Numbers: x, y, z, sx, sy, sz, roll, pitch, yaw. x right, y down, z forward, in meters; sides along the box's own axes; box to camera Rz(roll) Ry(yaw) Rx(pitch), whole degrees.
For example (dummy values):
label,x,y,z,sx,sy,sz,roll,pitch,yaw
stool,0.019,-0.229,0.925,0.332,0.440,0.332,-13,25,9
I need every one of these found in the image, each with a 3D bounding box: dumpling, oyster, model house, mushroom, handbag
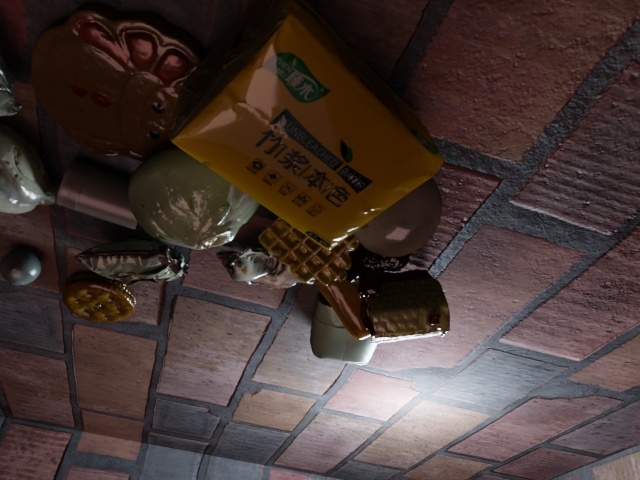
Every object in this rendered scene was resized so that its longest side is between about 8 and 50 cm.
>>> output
label,x,y,z,sx,sy,sz,roll,pitch,yaw
dumpling,-0.733,-0.151,1.140,0.242,0.187,0.318,-9,139,9
oyster,-0.137,0.060,1.404,0.214,0.083,0.223,-21,138,33
model house,0.205,0.172,1.325,0.196,0.254,0.160,-6,95,-2
mushroom,0.171,-0.067,1.152,0.207,0.207,0.215,-23,166,31
handbag,0.093,0.239,1.614,0.241,0.109,0.315,9,127,-5
handbag,-0.490,0.058,1.404,0.235,0.127,0.213,3,167,2

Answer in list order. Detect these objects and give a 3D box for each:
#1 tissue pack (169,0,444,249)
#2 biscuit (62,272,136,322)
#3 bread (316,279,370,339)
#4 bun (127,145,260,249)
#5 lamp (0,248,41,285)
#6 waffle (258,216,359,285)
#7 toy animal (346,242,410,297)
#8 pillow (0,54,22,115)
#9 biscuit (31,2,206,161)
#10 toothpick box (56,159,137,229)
label,x,y,z,sx,sy,sz,roll,pitch,yaw
tissue pack,-0.022,-0.202,0.937,0.293,0.228,0.382,-37,125,26
biscuit,-0.676,0.177,1.628,0.220,0.066,0.220,1,140,1
bread,0.074,0.176,1.473,0.092,0.074,0.239,-23,115,25
bun,-0.263,-0.066,1.139,0.293,0.187,0.293,-5,159,-2
lamp,-0.845,0.075,1.497,0.105,0.105,0.105,4,140,3
waffle,0.000,0.000,1.243,0.219,0.057,0.229,46,117,-6
toy animal,0.110,0.042,1.271,0.218,0.179,0.116,-11,138,28
pillow,-0.716,-0.359,0.924,0.310,0.138,0.283,2,123,0
biscuit,-0.362,-0.280,1.042,0.381,0.074,0.359,21,140,-12
toothpick box,-0.501,-0.104,1.229,0.180,0.111,0.111,21,138,-18
